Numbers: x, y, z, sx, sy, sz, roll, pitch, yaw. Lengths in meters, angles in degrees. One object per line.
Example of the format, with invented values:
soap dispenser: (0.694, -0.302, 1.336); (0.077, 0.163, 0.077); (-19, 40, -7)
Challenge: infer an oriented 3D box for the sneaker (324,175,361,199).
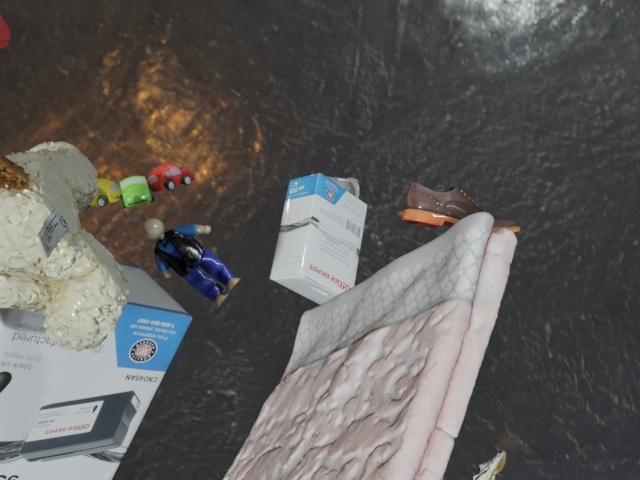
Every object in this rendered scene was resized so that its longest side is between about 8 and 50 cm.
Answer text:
sneaker: (0.011, -0.042, 2.043); (0.132, 0.086, 0.229); (10, 82, -18)

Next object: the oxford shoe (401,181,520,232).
oxford shoe: (0.317, -0.068, 1.933); (0.271, 0.097, 0.098); (10, 85, -14)

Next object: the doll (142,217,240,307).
doll: (-0.225, 0.026, 1.509); (0.189, 0.046, 0.129); (38, 110, 0)

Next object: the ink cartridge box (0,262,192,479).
ink cartridge box: (-0.402, 0.218, 1.220); (0.166, 0.285, 0.395); (35, 102, 41)

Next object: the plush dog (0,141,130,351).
plush dog: (-0.357, 0.010, 0.920); (0.225, 0.210, 0.262); (-31, 61, 11)

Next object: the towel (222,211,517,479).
towel: (0.019, 0.149, 0.793); (0.332, 0.053, 0.317); (-34, 24, 53)

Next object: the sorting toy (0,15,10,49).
sorting toy: (-0.463, -0.290, 1.010); (0.126, 0.127, 0.366); (-46, 49, 22)

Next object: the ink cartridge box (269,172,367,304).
ink cartridge box: (0.000, 0.000, 1.530); (0.082, 0.139, 0.191); (-8, 62, 41)

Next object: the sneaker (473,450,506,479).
sneaker: (0.307, 0.410, 1.595); (0.037, 0.032, 0.083); (13, 43, 39)

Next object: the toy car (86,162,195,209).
toy car: (-0.349, -0.101, 1.652); (0.239, 0.225, 0.053); (-15, 101, -12)
